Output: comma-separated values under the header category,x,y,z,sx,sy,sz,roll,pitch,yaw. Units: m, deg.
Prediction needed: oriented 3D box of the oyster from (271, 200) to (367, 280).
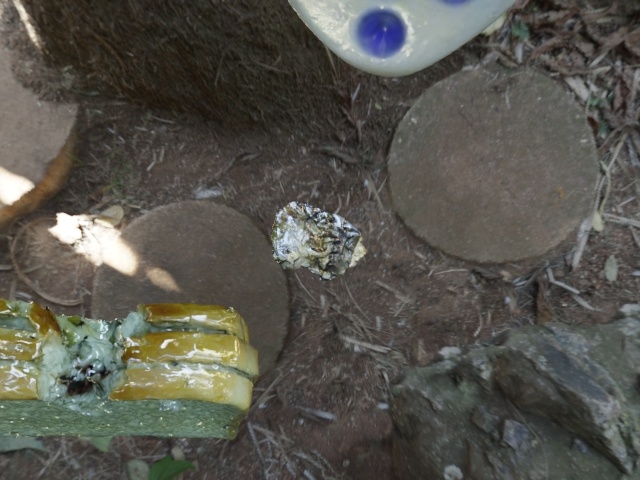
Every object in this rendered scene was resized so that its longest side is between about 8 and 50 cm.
category,x,y,z,sx,sy,sz,roll,pitch,yaw
oyster,0.003,0.001,0.389,0.083,0.019,0.054,18,76,-38

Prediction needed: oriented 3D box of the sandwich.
category,x,y,z,sx,sy,sz,roll,pitch,yaw
sandwich,-0.200,0.128,0.507,0.273,0.249,0.095,4,63,-11

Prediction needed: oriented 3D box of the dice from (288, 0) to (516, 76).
category,x,y,z,sx,sy,sz,roll,pitch,yaw
dice,0.115,-0.442,0.762,0.304,0.304,0.277,41,45,-24
